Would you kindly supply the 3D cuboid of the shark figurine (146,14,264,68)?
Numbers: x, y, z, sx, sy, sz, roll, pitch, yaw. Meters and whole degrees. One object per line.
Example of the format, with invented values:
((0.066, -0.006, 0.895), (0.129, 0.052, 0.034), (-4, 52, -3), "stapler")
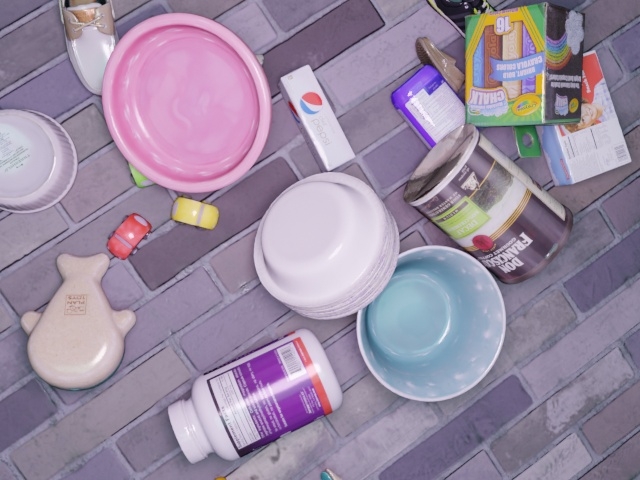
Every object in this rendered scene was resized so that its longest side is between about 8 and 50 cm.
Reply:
((-0.257, -0.333, 1.344), (0.278, 0.116, 0.166), (10, 55, -17), "shark figurine")

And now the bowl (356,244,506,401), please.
((0.211, 0.164, 1.390), (0.311, 0.163, 0.312), (0, 91, -9), "bowl")

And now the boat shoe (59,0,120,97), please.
((-0.460, -0.434, 1.302), (0.113, 0.103, 0.302), (-15, 93, -9), "boat shoe")

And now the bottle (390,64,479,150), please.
((0.278, -0.239, 1.432), (0.118, 0.092, 0.283), (-42, 97, -1), "bottle")

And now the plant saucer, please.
((-0.246, -0.259, 1.260), (0.332, 0.084, 0.332), (4, 111, 11), "plant saucer")

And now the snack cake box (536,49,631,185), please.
((0.568, -0.270, 1.483), (0.152, 0.089, 0.264), (-20, 93, -7), "snack cake box")

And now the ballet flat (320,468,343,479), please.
((0.049, 0.558, 1.430), (0.052, 0.057, 0.168), (-24, 99, -36), "ballet flat")

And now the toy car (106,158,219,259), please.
((-0.346, -0.097, 1.349), (0.239, 0.053, 0.225), (-19, 94, -9), "toy car")

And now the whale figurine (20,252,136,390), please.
((-0.473, 0.161, 1.309), (0.216, 0.141, 0.272), (-2, 66, -10), "whale figurine")

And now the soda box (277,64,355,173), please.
((-0.010, -0.252, 1.393), (0.069, 0.074, 0.216), (-29, 95, -8), "soda box")

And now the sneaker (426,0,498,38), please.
((0.326, -0.496, 1.435), (0.234, 0.097, 0.084), (29, 86, -9), "sneaker")

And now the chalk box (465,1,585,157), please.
((0.415, -0.315, 1.353), (0.180, 0.179, 0.289), (-10, 104, -45), "chalk box")

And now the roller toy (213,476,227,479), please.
((-0.172, 0.592, 1.315), (0.146, 0.191, 0.209), (-8, 92, -8), "roller toy")

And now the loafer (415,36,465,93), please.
((0.263, -0.388, 1.450), (0.050, 0.056, 0.148), (-42, 107, -7), "loafer")

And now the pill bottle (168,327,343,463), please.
((-0.129, 0.317, 1.326), (0.322, 0.181, 0.182), (-24, 94, -8), "pill bottle")

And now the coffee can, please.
((0.335, -0.072, 1.336), (0.275, 0.201, 0.201), (38, 85, -13), "coffee can")

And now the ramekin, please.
((-0.585, -0.156, 1.281), (0.207, 0.109, 0.207), (0, 91, -9), "ramekin")

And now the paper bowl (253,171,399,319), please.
((0.000, 0.000, 1.288), (0.284, 0.148, 0.284), (-11, 62, 21), "paper bowl")
